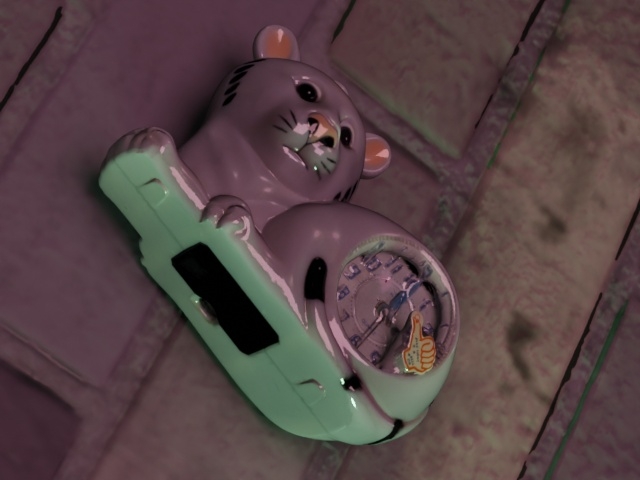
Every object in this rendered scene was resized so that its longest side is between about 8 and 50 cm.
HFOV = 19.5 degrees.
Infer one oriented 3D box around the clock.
[{"bbox_3d":[0.000,0.000,0.809,0.117,0.080,0.176,-41,98,-32],"label":"clock"}]
